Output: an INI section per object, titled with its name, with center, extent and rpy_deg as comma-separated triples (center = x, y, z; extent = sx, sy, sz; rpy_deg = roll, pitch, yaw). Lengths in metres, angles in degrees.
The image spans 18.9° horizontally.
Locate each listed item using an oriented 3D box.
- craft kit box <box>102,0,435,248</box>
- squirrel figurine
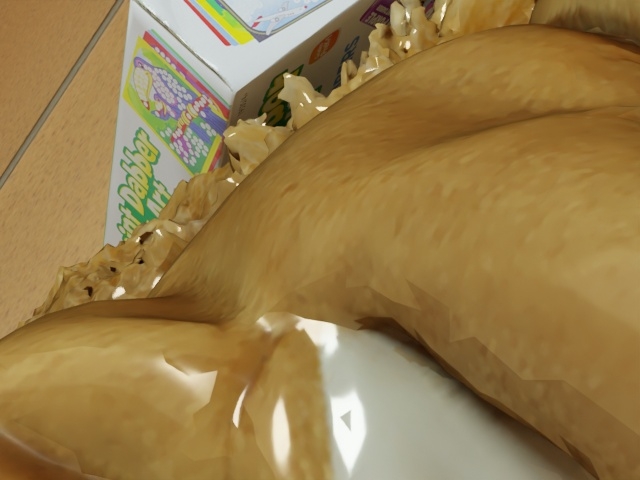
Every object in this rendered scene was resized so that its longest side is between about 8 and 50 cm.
[craft kit box]
center = 0.021, -0.074, 0.761
extent = 0.246, 0.061, 0.250
rpy_deg = -37, -17, -25
[squirrel figurine]
center = 0.062, 0.003, 0.521
extent = 0.370, 0.281, 0.397
rpy_deg = -58, 19, -2
